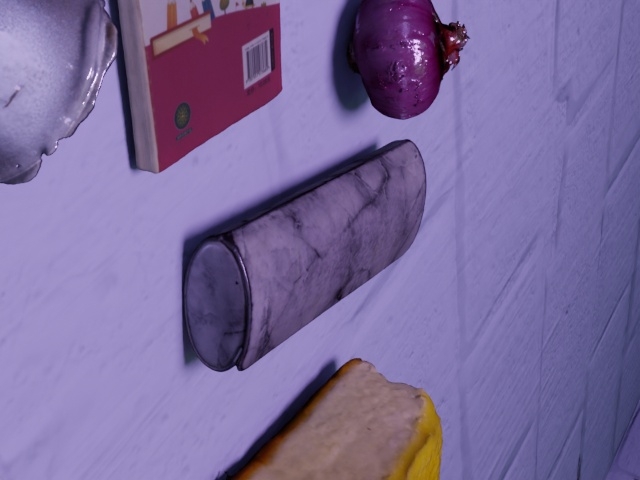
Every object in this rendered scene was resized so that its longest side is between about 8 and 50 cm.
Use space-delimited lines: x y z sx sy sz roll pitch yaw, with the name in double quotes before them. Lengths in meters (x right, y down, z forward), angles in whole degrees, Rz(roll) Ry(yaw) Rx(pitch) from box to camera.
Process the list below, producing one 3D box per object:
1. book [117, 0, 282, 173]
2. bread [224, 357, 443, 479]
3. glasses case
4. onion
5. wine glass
"book" -0.074 -0.177 0.628 0.162 0.022 0.231 -44 140 -49
"bread" -0.006 0.327 0.898 0.324 0.143 0.332 -38 136 -51
"glasses case" 0.000 0.000 0.822 0.299 0.060 0.114 -32 132 -53
"onion" 0.074 -0.161 0.835 0.115 0.105 0.115 -11 90 -89
"wine glass" -0.182 -0.100 0.377 0.183 0.122 0.122 29 78 -56
